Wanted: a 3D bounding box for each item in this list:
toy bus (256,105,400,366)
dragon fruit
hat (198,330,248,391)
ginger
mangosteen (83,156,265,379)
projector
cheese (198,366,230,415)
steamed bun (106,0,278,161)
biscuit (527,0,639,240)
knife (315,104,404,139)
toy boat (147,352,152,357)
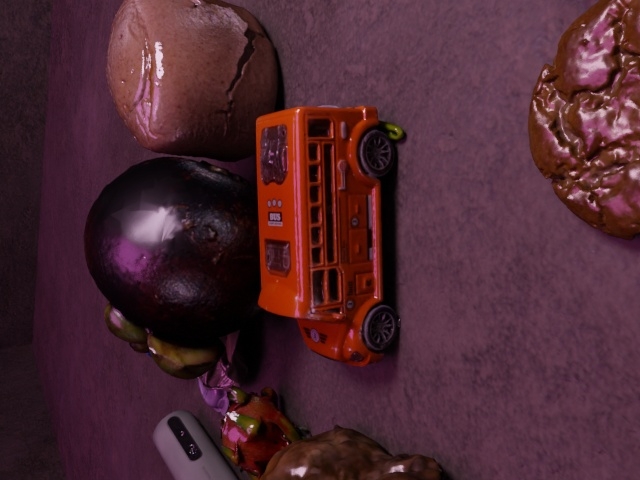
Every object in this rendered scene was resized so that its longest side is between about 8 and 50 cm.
[{"bbox_3d":[0.000,0.000,0.709,0.142,0.153,0.330,7,101,54],"label":"toy bus"},{"bbox_3d":[-0.082,0.321,0.899,0.174,0.139,0.142,21,154,21],"label":"dragon fruit"},{"bbox_3d":[-0.190,0.156,1.054,0.214,0.149,0.245,15,68,35],"label":"hat"},{"bbox_3d":[0.022,0.368,0.675,0.269,0.200,0.223,4,95,54],"label":"ginger"},{"bbox_3d":[-0.213,0.027,0.863,0.330,0.329,0.331,8,100,53],"label":"mangosteen"},{"bbox_3d":[-0.232,0.483,1.113,0.337,0.108,0.108,31,118,48],"label":"projector"},{"bbox_3d":[-0.229,0.275,1.140,0.191,0.042,0.105,52,131,38],"label":"cheese"},{"bbox_3d":[-0.194,-0.286,0.883,0.199,0.251,0.302,-40,59,33],"label":"steamed bun"},{"bbox_3d":[0.264,-0.103,0.432,0.225,0.042,0.226,7,99,52],"label":"biscuit"},{"bbox_3d":[0.046,-0.161,0.739,0.184,0.026,0.022,30,157,46],"label":"knife"},{"bbox_3d":[-0.381,0.219,1.316,0.295,0.088,0.130,-12,84,64],"label":"toy boat"}]
